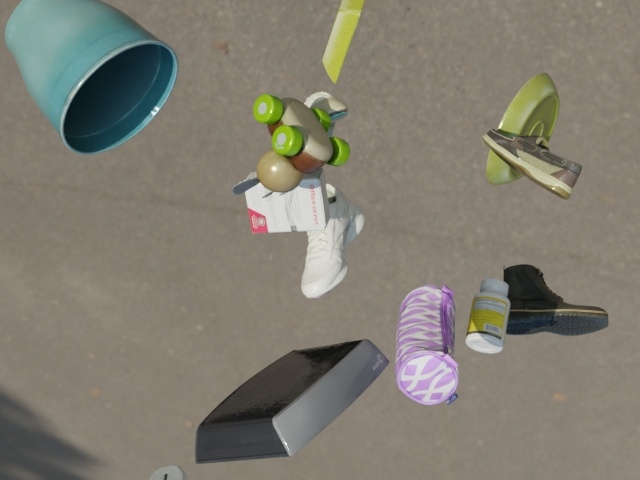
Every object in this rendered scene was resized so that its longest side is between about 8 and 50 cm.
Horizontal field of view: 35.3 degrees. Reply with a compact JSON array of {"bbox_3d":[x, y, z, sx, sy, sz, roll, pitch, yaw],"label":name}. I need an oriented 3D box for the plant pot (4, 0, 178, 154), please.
[{"bbox_3d":[-0.457,-0.350,1.932,0.255,0.272,0.271,45,156,18],"label":"plant pot"}]

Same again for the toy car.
[{"bbox_3d":[-0.073,-0.146,1.790,0.155,0.149,0.188,8,133,-48],"label":"toy car"}]

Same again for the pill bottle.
[{"bbox_3d":[0.284,0.125,1.689,0.065,0.116,0.065,13,154,7],"label":"pill bottle"}]

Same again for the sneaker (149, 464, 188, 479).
[{"bbox_3d":[-0.238,0.470,1.589,0.094,0.258,0.091,-15,118,13],"label":"sneaker"}]

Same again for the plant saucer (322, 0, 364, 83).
[{"bbox_3d":[0.052,-0.455,2.104,0.045,0.188,0.188,18,134,-4],"label":"plant saucer"}]

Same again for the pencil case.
[{"bbox_3d":[0.148,0.138,1.380,0.086,0.206,0.088,32,113,-11],"label":"pencil case"}]

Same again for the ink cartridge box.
[{"bbox_3d":[-0.062,-0.077,1.946,0.151,0.063,0.109,-2,113,13],"label":"ink cartridge box"}]

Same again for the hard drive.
[{"bbox_3d":[-0.037,0.201,1.293,0.172,0.255,0.054,-13,102,35],"label":"hard drive"}]

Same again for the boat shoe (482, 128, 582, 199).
[{"bbox_3d":[0.377,-0.149,1.780,0.080,0.073,0.223,32,-171,-42],"label":"boat shoe"}]

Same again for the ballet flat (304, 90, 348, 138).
[{"bbox_3d":[-0.005,-0.251,1.991,0.086,0.086,0.248,19,169,-7],"label":"ballet flat"}]

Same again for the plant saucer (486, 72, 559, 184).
[{"bbox_3d":[0.406,-0.210,1.971,0.037,0.241,0.241,30,158,25],"label":"plant saucer"}]

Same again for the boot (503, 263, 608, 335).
[{"bbox_3d":[0.424,0.099,1.841,0.198,0.137,0.077,1,144,12],"label":"boot"}]

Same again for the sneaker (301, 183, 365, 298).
[{"bbox_3d":[0.000,0.000,2.276,0.114,0.305,0.152,-19,125,34],"label":"sneaker"}]
